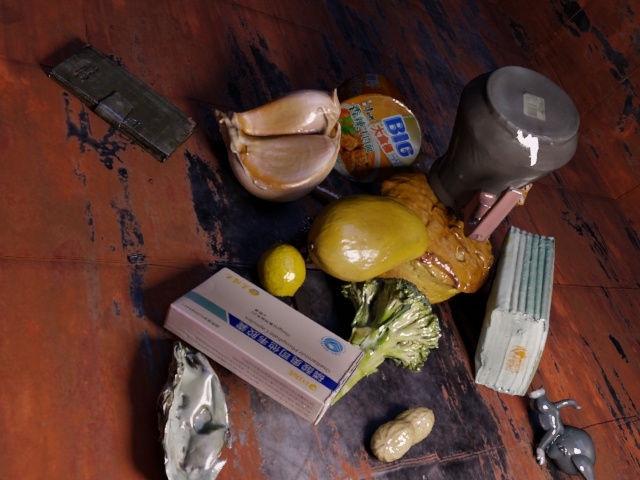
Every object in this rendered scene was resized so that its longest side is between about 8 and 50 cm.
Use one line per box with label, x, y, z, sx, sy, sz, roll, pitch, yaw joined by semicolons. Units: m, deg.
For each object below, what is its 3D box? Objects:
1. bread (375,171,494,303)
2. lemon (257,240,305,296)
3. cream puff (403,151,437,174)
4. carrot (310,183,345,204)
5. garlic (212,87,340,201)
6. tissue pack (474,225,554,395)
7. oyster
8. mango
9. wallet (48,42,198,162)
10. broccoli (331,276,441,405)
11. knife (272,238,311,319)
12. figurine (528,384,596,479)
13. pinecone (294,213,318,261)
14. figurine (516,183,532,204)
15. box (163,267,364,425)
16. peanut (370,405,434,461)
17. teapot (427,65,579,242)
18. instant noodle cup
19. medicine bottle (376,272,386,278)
bread;0.293;-0.005;1.712;0.398;0.215;0.398;24;45;-27
lemon;-0.088;0.064;1.393;0.109;0.109;0.133;2;64;-41
cream puff;0.306;-0.210;1.970;0.165;0.115;0.150;27;49;-36
carrot;-0.027;-0.150;1.684;0.254;0.049;0.049;29;42;-14
garlic;-0.092;-0.249;1.553;0.313;0.249;0.286;-12;37;-19
tissue pack;0.540;0.184;1.712;0.162;0.287;0.388;12;38;15
oyster;-0.233;0.303;1.079;0.252;0.087;0.199;58;33;5
mango;0.108;-0.016;1.423;0.332;0.142;0.195;-20;82;-41
wallet;-0.449;-0.324;1.445;0.317;0.044;0.169;37;41;-10
broccoli;0.094;0.214;1.388;0.361;0.221;0.252;-13;98;-43
knife;-0.058;0.100;1.461;0.060;0.028;0.230;13;51;-51
figurine;0.645;0.504;1.661;0.193;0.140;0.265;-17;93;-66
pinecone;0.001;-0.002;1.517;0.121;0.140;0.140;12;33;23
figurine;0.628;-0.204;2.252;0.262;0.154;0.180;13;57;-12
box;-0.104;0.192;1.197;0.343;0.065;0.200;30;28;12
peanut;0.183;0.418;1.358;0.187;0.082;0.082;-14;68;-46
teapot;0.442;-0.198;1.562;0.306;0.361;0.376;16;54;-6
instant noodle cup;0.144;-0.343;1.823;0.296;0.296;0.214;30;34;-19
medicine bottle;0.094;0.022;1.600;0.096;0.096;0.192;5;55;-39
